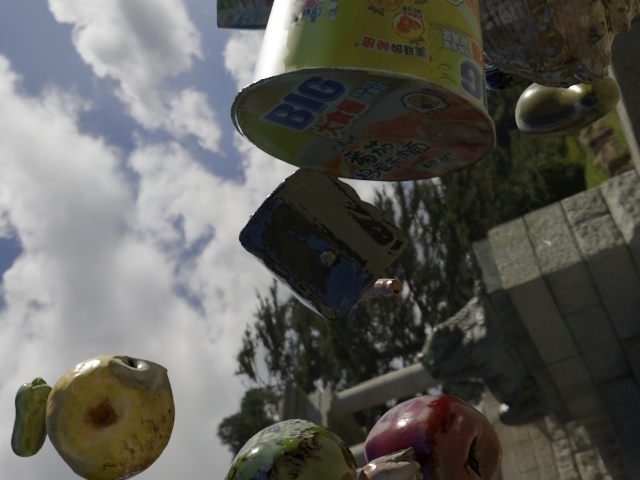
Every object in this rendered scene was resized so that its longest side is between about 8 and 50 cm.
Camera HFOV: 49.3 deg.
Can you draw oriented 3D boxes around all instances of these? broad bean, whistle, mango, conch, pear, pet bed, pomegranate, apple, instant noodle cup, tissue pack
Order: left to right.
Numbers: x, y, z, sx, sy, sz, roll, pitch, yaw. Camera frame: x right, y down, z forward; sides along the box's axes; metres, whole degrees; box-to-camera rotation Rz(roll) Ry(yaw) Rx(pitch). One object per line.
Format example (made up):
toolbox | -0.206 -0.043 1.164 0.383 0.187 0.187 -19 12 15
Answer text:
broad bean | -0.665 0.404 1.607 0.124 0.082 0.174 -25 -52 -88
pear | -0.419 0.358 1.408 0.271 0.271 0.271 53 -156 -35
tissue pack | -0.041 -0.425 1.172 0.159 0.230 0.145 -23 -61 -55
pet bed | 0.000 0.000 1.049 0.211 0.183 0.159 43 166 6
pomegranate | 0.011 0.429 1.164 0.285 0.341 0.284 -15 -90 -82
whistle | 0.100 0.107 1.599 0.107 0.220 0.057 14 -102 -35
instant noodle cup | 0.040 -0.148 0.559 0.205 0.205 0.152 35 -123 -57
apple | 0.261 0.496 1.615 0.288 0.317 0.288 14 -113 -35
conch | 0.355 -0.373 1.109 0.210 0.353 0.297 -130 23 -59
mango | 0.523 -0.290 1.474 0.146 0.289 0.129 9 -93 -24

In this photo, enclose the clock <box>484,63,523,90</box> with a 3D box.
clock | 0.335 -0.432 1.414 0.120 0.277 0.379 47 -123 -31
